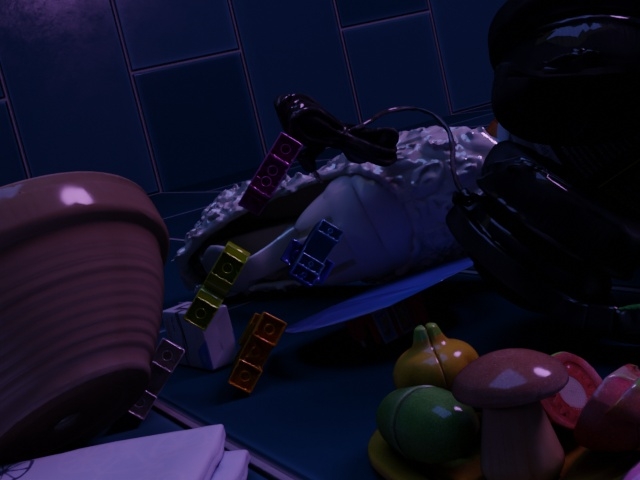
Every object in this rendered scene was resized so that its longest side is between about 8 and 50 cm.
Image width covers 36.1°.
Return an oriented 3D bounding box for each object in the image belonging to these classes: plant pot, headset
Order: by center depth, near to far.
[{"bbox_3d":[-0.186,0.072,0.629,0.237,0.109,0.237,-32,-19,-13],"label":"plant pot"},{"bbox_3d":[0.144,-0.069,0.653,0.185,0.243,0.394,18,-7,-38],"label":"headset"}]

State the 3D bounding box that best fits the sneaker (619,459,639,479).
[{"bbox_3d":[0.089,0.114,0.279,0.178,0.072,0.077,-23,23,-24],"label":"sneaker"}]

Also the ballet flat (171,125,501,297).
[{"bbox_3d":[0.000,0.000,0.929,0.147,0.146,0.409,-21,5,-41],"label":"ballet flat"}]

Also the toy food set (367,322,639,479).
[{"bbox_3d":[0.096,0.076,0.473,0.128,0.071,0.218,-16,10,-19],"label":"toy food set"}]

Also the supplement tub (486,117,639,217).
[{"bbox_3d":[0.290,-0.127,0.809,0.194,0.193,0.316,-21,-13,-41],"label":"supplement tub"}]

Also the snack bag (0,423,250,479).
[{"bbox_3d":[-0.218,0.176,0.422,0.323,0.037,0.342,-11,10,10],"label":"snack bag"}]

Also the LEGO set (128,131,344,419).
[{"bbox_3d":[-0.055,0.043,0.747,0.227,0.087,0.093,-60,5,-9],"label":"LEGO set"}]

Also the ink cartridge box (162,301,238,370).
[{"bbox_3d":[-0.104,0.078,0.815,0.028,0.048,0.083,-19,10,-34],"label":"ink cartridge box"}]

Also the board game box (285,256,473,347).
[{"bbox_3d":[0.055,0.056,0.773,0.169,0.033,0.133,-21,2,-39],"label":"board game box"}]
